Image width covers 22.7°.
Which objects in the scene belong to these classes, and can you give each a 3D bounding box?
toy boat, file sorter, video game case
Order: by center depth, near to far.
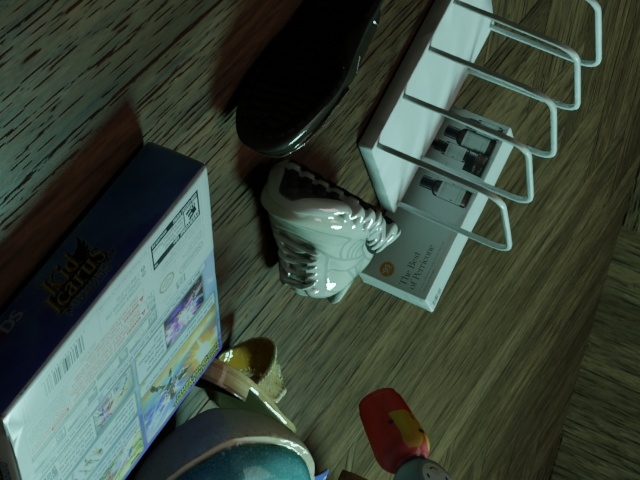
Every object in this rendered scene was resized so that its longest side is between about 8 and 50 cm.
[{"bbox_3d":[-0.176,0.097,1.259,0.269,0.061,0.244,-54,157,-34],"label":"video game case"},{"bbox_3d":[-0.030,0.250,1.536,0.318,0.148,0.267,-17,146,-15],"label":"toy boat"},{"bbox_3d":[0.192,-0.158,1.822,0.278,0.173,0.193,-62,163,-14],"label":"file sorter"}]

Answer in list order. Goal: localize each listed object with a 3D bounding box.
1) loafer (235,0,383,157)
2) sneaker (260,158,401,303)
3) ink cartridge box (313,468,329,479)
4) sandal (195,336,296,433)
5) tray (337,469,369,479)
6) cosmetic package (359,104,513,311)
[{"bbox_3d":[-0.001,-0.147,1.423,0.220,0.080,0.078,-56,159,-31],"label":"loafer"},{"bbox_3d":[0.000,0.000,1.593,0.118,0.110,0.292,-57,162,0],"label":"sneaker"},{"bbox_3d":[-0.095,0.359,1.827,0.311,0.065,0.186,-7,119,-67],"label":"ink cartridge box"},{"bbox_3d":[-0.068,0.131,1.584,0.079,0.088,0.240,-69,157,-13],"label":"sandal"},{"bbox_3d":[0.015,0.462,2.174,0.411,0.076,0.203,90,26,-68],"label":"tray"},{"bbox_3d":[0.141,-0.043,1.942,0.239,0.099,0.060,-64,160,-10],"label":"cosmetic package"}]
